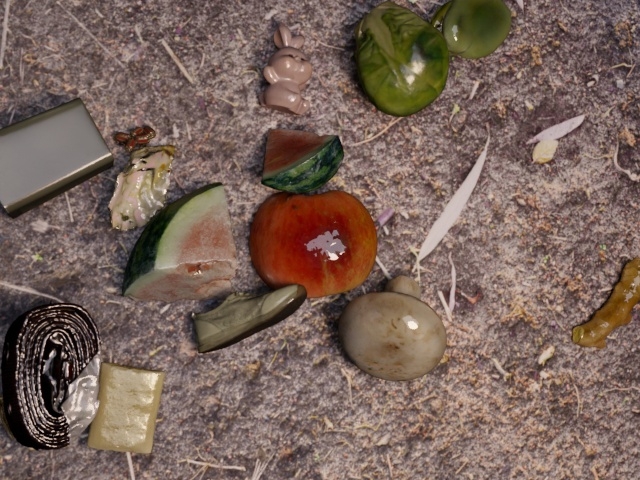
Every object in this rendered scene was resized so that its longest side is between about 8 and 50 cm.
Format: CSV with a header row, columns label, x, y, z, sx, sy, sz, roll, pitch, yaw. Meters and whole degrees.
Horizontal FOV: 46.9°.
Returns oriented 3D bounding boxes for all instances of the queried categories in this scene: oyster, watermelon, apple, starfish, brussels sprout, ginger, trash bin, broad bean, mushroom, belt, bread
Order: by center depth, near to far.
label,x,y,z,sx,sy,sz,roll,pitch,yaw
belt,-0.543,0.272,1.486,0.184,0.164,0.289,6,75,-36
starfish,-0.641,0.334,1.516,0.133,0.041,0.130,33,59,-33
trash bin,-0.572,-0.172,1.534,0.240,0.122,0.164,-28,93,-17
bread,-0.411,0.354,1.560,0.140,0.060,0.178,12,83,-12
watermelon,-0.282,0.025,1.588,0.232,0.193,0.310,41,66,8
oyster,-0.397,-0.120,1.600,0.133,0.072,0.209,13,96,-44
apple,0.000,0.000,1.645,0.293,0.163,0.251,-8,89,-17
watermelon,-0.057,-0.167,1.657,0.207,0.202,0.136,-26,120,-20
mushroom,0.169,0.189,1.668,0.244,0.243,0.243,1,85,-14
brussels sprout,0.182,-0.424,1.708,0.219,0.210,0.271,-31,82,7
broad bean,0.369,-0.534,1.824,0.228,0.100,0.169,-6,95,-27
ginger,0.748,0.166,1.877,0.299,0.065,0.118,-41,92,-11

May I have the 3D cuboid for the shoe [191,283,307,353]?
label,x,y,z,sx,sy,sz,roll,pitch,yaw
shoe,-0.157,0.152,1.594,0.275,0.103,0.098,-26,80,8

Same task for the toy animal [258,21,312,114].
label,x,y,z,sx,sy,sz,roll,pitch,yaw
toy animal,-0.072,-0.398,1.683,0.124,0.124,0.212,8,87,-14

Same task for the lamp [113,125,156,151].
label,x,y,z,sx,sy,sz,roll,pitch,yaw
lamp,-0.403,-0.227,1.620,0.083,0.031,0.063,-32,57,-25
